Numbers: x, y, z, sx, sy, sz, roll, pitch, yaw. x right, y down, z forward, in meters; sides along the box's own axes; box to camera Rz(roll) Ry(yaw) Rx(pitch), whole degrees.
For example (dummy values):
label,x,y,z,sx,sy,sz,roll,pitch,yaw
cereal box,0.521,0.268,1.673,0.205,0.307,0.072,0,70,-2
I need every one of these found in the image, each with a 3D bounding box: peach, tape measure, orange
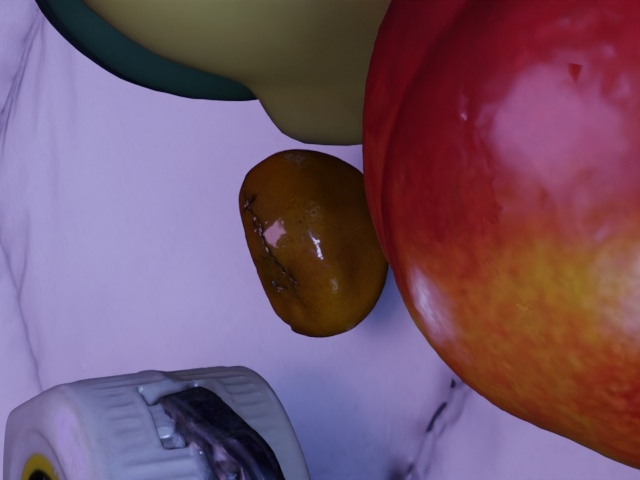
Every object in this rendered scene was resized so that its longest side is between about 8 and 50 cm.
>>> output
label,x,y,z,sx,sy,sz,roll,pitch,yaw
peach,0.109,-0.038,0.436,0.190,0.190,0.192,51,125,48
tape measure,-0.060,0.196,0.780,0.231,0.133,0.271,155,111,-65
orange,0.000,0.000,0.741,0.086,0.062,0.086,-17,-90,-83

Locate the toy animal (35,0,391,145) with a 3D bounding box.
label,x,y,z,sx,sy,sz,roll,pitch,yaw
toy animal,-0.018,-0.146,0.649,0.338,0.191,0.216,13,100,59
